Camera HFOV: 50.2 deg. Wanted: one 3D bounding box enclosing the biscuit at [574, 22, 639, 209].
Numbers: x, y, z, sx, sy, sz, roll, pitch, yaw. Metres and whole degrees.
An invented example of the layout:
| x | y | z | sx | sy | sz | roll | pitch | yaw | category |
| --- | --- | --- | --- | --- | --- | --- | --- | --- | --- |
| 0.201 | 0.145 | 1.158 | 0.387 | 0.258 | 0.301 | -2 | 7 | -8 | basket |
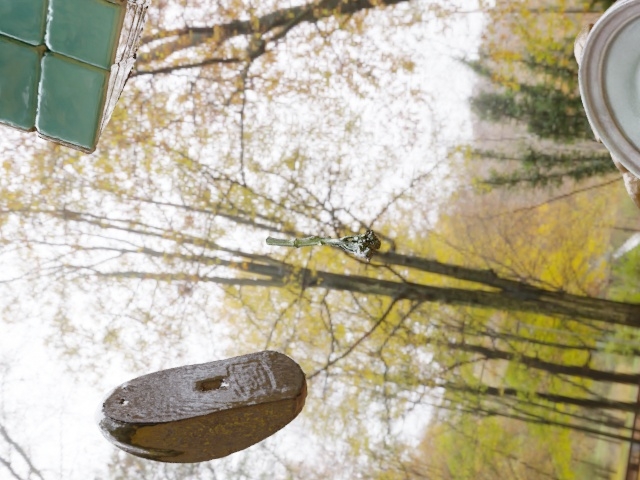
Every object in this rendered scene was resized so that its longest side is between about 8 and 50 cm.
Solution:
| x | y | z | sx | sy | sz | roll | pitch | yaw | category |
| --- | --- | --- | --- | --- | --- | --- | --- | --- | --- |
| 0.462 | -0.180 | 0.983 | 0.301 | 0.043 | 0.278 | -13 | -100 | -47 | biscuit |

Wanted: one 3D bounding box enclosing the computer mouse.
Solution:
| x | y | z | sx | sy | sz | roll | pitch | yaw | category |
| --- | --- | --- | --- | --- | --- | --- | --- | --- | --- |
| -0.145 | 0.221 | 0.876 | 0.270 | 0.137 | 0.086 | -9 | -66 | -18 | computer mouse |

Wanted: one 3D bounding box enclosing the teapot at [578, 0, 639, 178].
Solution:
| x | y | z | sx | sy | sz | roll | pitch | yaw | category |
| --- | --- | --- | --- | --- | --- | --- | --- | --- | --- |
| 0.464 | -0.208 | 0.636 | 0.312 | 0.315 | 0.233 | -39 | -70 | -17 | teapot |

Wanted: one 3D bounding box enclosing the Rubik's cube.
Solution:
| x | y | z | sx | sy | sz | roll | pitch | yaw | category |
| --- | --- | --- | --- | --- | --- | --- | --- | --- | --- |
| -0.332 | -0.279 | 0.807 | 0.221 | 0.225 | 0.231 | -85 | 18 | -44 | Rubik's cube |

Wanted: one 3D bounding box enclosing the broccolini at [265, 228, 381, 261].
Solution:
| x | y | z | sx | sy | sz | roll | pitch | yaw | category |
| --- | --- | --- | --- | --- | --- | --- | --- | --- | --- |
| -0.001 | -0.001 | 1.096 | 0.042 | 0.218 | 0.044 | 39 | -117 | -53 | broccolini |
